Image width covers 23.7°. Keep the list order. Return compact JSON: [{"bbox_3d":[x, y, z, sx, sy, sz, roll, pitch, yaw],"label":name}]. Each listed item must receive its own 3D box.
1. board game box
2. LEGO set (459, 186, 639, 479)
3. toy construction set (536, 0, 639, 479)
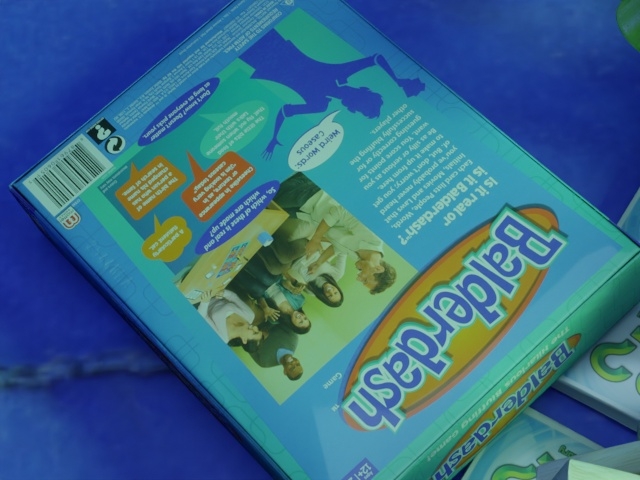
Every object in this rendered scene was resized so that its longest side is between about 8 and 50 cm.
[{"bbox_3d":[0.000,0.000,0.617,0.160,0.047,0.210,-41,63,-10],"label":"board game box"},{"bbox_3d":[0.194,0.078,0.562,0.244,0.060,0.182,28,71,20],"label":"LEGO set"},{"bbox_3d":[0.185,-0.022,0.520,0.215,0.151,0.327,25,64,-22],"label":"toy construction set"}]
